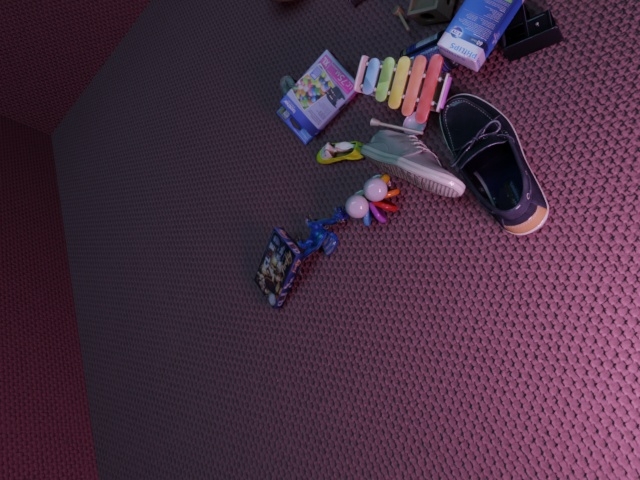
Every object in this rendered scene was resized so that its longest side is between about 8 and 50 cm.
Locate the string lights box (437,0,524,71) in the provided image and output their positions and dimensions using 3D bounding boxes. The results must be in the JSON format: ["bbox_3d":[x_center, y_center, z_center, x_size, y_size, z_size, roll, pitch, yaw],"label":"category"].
[{"bbox_3d":[0.469,-0.642,1.531,0.133,0.076,0.260,36,98,22],"label":"string lights box"}]

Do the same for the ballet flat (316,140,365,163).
[{"bbox_3d":[0.060,-0.321,1.880,0.230,0.077,0.077,2,77,40],"label":"ballet flat"}]

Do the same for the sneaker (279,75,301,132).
[{"bbox_3d":[-0.090,-0.535,2.085,0.083,0.118,0.222,-7,99,19],"label":"sneaker"}]

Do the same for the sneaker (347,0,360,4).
[{"bbox_3d":[0.176,-0.951,2.004,0.170,0.063,0.075,-30,52,22],"label":"sneaker"}]

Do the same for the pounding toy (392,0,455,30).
[{"bbox_3d":[0.348,-0.783,1.797,0.206,0.094,0.181,14,89,50],"label":"pounding toy"}]

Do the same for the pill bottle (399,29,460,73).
[{"bbox_3d":[0.373,-0.593,1.686,0.219,0.122,0.123,-14,67,35],"label":"pill bottle"}]

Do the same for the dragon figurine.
[{"bbox_3d":[0.000,0.000,1.817,0.144,0.085,0.290,21,88,42],"label":"dragon figurine"}]

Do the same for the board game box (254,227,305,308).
[{"bbox_3d":[-0.151,0.099,1.884,0.165,0.042,0.244,49,127,39],"label":"board game box"}]

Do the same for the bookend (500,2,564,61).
[{"bbox_3d":[0.608,-0.632,1.541,0.157,0.072,0.157,-14,67,35],"label":"bookend"}]

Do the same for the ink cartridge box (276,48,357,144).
[{"bbox_3d":[-0.016,-0.527,1.968,0.311,0.065,0.186,-43,86,23],"label":"ink cartridge box"}]

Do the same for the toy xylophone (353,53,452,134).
[{"bbox_3d":[0.257,-0.462,1.661,0.322,0.081,0.237,14,104,30],"label":"toy xylophone"}]

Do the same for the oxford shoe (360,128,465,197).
[{"bbox_3d":[0.278,-0.248,1.598,0.130,0.169,0.449,-54,35,3],"label":"oxford shoe"}]

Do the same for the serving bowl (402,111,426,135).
[{"bbox_3d":[0.312,-0.378,1.727,0.083,0.027,0.084,-13,68,35],"label":"serving bowl"}]

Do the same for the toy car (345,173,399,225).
[{"bbox_3d":[0.175,-0.121,1.696,0.182,0.159,0.136,-43,90,20],"label":"toy car"}]

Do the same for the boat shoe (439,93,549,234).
[{"bbox_3d":[0.464,-0.241,1.476,0.186,0.155,0.501,-36,54,27],"label":"boat shoe"}]
